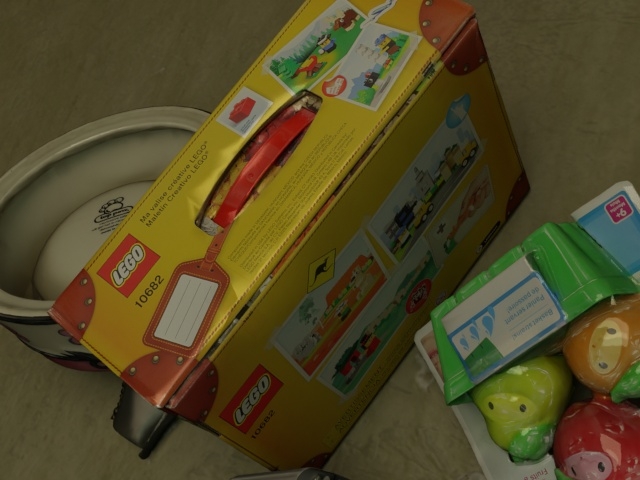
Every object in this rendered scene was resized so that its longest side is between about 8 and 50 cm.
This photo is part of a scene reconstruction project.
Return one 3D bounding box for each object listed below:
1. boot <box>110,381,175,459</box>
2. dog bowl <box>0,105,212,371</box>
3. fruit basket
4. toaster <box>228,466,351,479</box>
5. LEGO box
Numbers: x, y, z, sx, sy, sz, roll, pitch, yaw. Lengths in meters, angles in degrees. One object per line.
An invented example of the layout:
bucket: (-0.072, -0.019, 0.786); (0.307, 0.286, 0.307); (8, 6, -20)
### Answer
boot: (-0.261, 0.184, 1.299); (0.198, 0.077, 0.137); (34, 85, 33)
dog bowl: (-0.267, 0.000, 1.288); (0.408, 0.150, 0.408); (-12, 41, 11)
fruit basket: (0.272, 0.168, 0.994); (0.327, 0.165, 0.353); (-42, 56, 34)
toaster: (-0.015, 0.329, 1.057); (0.146, 0.227, 0.129); (-11, 59, 36)
LEGO box: (0.000, 0.000, 1.109); (0.193, 0.372, 0.500); (33, 79, 32)
